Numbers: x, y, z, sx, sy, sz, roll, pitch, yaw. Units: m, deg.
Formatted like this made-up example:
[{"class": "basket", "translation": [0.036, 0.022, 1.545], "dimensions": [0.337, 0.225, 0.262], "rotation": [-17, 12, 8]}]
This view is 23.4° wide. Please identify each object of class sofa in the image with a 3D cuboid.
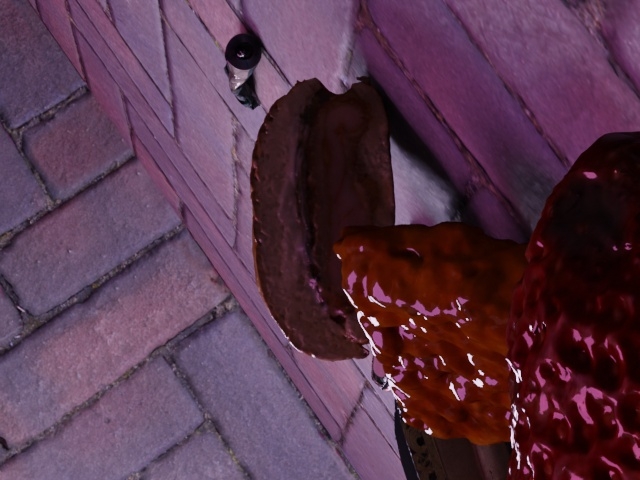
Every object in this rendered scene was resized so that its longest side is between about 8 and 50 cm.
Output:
[{"class": "sofa", "translation": [0.215, 0.309, 2.164], "dimensions": [0.258, 0.182, 0.200], "rotation": [82, 170, -66]}]

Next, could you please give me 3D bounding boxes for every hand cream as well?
[{"class": "hand cream", "translation": [-0.109, -0.244, 2.194], "dimensions": [0.248, 0.052, 0.075], "rotation": [108, 151, -83]}]

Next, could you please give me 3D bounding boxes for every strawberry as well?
[{"class": "strawberry", "translation": [0.260, 0.110, 1.044], "dimensions": [0.292, 0.292, 0.309], "rotation": [43, 141, 50]}]

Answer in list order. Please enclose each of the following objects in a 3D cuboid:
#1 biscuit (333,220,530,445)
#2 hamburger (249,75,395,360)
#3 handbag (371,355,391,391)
[{"class": "biscuit", "translation": [0.180, 0.103, 1.501], "dimensions": [0.318, 0.110, 0.312], "rotation": [10, 148, 25]}, {"class": "hamburger", "translation": [0.002, 0.001, 1.758], "dimensions": [0.209, 0.162, 0.329], "rotation": [98, 169, -69]}, {"class": "handbag", "translation": [0.131, 0.103, 1.761], "dimensions": [0.205, 0.117, 0.179], "rotation": [168, 114, -87]}]
